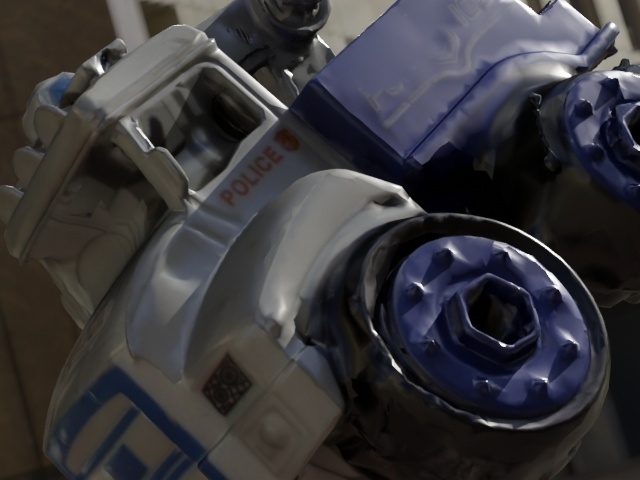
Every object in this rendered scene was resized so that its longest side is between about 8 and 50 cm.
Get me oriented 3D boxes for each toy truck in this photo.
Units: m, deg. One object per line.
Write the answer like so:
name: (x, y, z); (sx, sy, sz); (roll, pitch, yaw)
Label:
toy truck: (0.000, 0.000, 0.488); (0.213, 0.177, 0.161); (-45, -3, -43)
